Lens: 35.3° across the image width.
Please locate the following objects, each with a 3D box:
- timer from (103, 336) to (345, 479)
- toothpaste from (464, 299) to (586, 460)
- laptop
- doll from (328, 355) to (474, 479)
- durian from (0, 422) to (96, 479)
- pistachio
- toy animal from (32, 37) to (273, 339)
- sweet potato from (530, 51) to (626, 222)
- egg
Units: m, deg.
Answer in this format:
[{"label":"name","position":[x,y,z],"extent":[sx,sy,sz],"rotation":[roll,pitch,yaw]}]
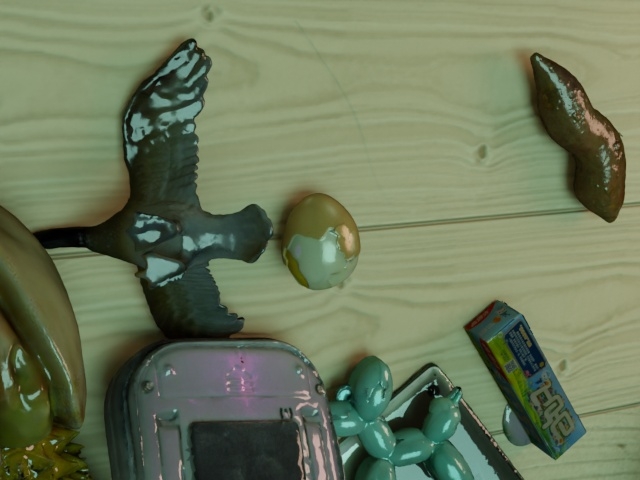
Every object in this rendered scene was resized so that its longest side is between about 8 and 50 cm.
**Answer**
[{"label":"timer","position":[-0.076,0.175,0.860],"extent":[0.208,0.069,0.190],"rotation":[3,64,-36]},{"label":"toothpaste","position":[0.212,0.157,1.070],"extent":[0.070,0.044,0.193],"rotation":[-39,120,-10]},{"label":"laptop","position":[0.124,0.284,1.043],"extent":[0.188,0.015,0.269],"rotation":[-39,102,-9]},{"label":"doll","position":[0.067,0.190,0.983],"extent":[0.159,0.059,0.158],"rotation":[-7,96,-11]},{"label":"durian","position":[-0.263,0.233,0.813],"extent":[0.183,0.138,0.249],"rotation":[-29,124,-25]},{"label":"pistachio","position":[-0.250,0.055,0.726],"extent":[0.144,0.144,0.215],"rotation":[-26,76,-17]},{"label":"toy animal","position":[-0.140,-0.015,0.788],"extent":[0.197,0.160,0.272],"rotation":[-9,104,-22]},{"label":"sweet potato","position":[0.262,-0.104,1.000],"extent":[0.065,0.051,0.218],"rotation":[-38,120,-8]},{"label":"egg","position":[0.000,0.000,0.895],"extent":[0.071,0.071,0.083],"rotation":[-19,112,-20]}]
